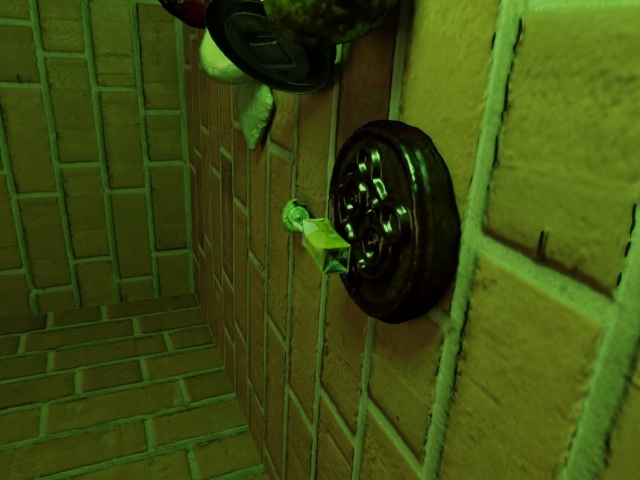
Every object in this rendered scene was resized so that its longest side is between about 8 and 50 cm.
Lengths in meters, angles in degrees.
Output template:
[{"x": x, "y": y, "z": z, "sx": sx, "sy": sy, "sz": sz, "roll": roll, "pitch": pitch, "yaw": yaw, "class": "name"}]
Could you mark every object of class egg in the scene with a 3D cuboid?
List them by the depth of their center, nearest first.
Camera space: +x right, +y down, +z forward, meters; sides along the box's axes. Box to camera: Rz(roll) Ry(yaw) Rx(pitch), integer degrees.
[{"x": 0.015, "y": -0.470, "z": 0.857, "sx": 0.289, "sy": 0.238, "sz": 0.238, "roll": -22, "pitch": 73, "yaw": 35, "class": "egg"}]

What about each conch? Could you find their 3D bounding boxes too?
[{"x": -0.080, "y": -0.073, "z": 1.437, "sx": 0.170, "sy": 0.079, "sz": 0.105, "roll": 165, "pitch": 113, "yaw": -74, "class": "conch"}]

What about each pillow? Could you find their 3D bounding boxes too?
[{"x": -0.243, "y": -0.501, "z": 1.701, "sx": 0.274, "sy": 0.076, "sz": 0.280, "roll": 127, "pitch": 132, "yaw": -55, "class": "pillow"}]

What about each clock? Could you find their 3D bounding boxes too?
[{"x": -0.112, "y": -0.467, "z": 1.128, "sx": 0.066, "sy": 0.319, "sz": 0.319, "roll": -66, "pitch": 18, "yaw": -15, "class": "clock"}]

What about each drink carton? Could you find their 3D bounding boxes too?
[{"x": 0.000, "y": 0.000, "z": 1.051, "sx": 0.200, "sy": 0.075, "sz": 0.084, "roll": -126, "pitch": 34, "yaw": -58, "class": "drink carton"}]

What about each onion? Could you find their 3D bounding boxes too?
[{"x": -0.482, "y": -1.050, "z": 1.906, "sx": 0.385, "sy": 0.348, "sz": 0.347, "roll": -42, "pitch": 48, "yaw": 19, "class": "onion"}]

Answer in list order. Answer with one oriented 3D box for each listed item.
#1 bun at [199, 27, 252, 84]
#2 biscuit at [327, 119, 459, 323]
[{"x": -0.253, "y": -0.633, "z": 1.553, "sx": 0.287, "sy": 0.146, "sz": 0.287, "roll": -7, "pitch": 75, "yaw": 30, "class": "bun"}, {"x": 0.113, "y": -0.036, "z": 0.959, "sx": 0.407, "sy": 0.091, "sz": 0.407, "roll": 173, "pitch": 90, "yaw": -68, "class": "biscuit"}]
